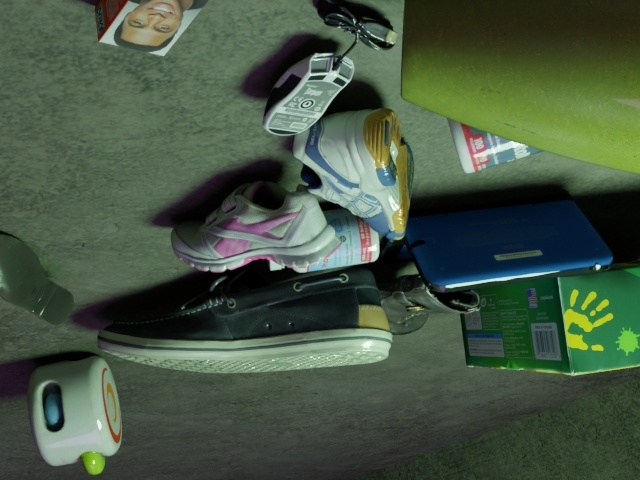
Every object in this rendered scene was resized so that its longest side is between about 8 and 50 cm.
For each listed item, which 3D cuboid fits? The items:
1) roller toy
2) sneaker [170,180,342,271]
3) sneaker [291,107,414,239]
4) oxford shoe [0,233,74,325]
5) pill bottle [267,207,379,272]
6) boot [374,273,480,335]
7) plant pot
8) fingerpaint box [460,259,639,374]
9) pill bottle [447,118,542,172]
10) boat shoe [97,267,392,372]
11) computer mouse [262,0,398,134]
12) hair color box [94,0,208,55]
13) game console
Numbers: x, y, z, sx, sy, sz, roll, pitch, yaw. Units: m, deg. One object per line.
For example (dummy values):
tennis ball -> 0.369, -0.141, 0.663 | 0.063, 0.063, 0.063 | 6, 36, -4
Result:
roller toy -> -0.459, 0.314, 1.773 | 0.146, 0.209, 0.191 | -10, 118, -3
sneaker -> -0.096, -0.028, 1.297 | 0.252, 0.111, 0.103 | -4, -158, 25
sneaker -> 0.046, -0.089, 1.237 | 0.131, 0.111, 0.296 | 2, 158, 14
oxford shoe -> -0.433, 0.053, 1.355 | 0.076, 0.076, 0.212 | 22, 156, 25
pill bottle -> 0.000, 0.000, 1.400 | 0.160, 0.087, 0.087 | -9, 156, -7
boot -> 0.174, 0.111, 1.640 | 0.229, 0.091, 0.263 | -5, 164, 41
plant pot -> 0.225, -0.194, 0.898 | 0.294, 0.274, 0.274 | 3, 157, 5
fingerpaint box -> 0.492, 0.124, 1.660 | 0.371, 0.163, 0.445 | -6, 176, -12
pill bottle -> 0.243, -0.155, 1.140 | 0.180, 0.108, 0.108 | -17, 156, 11
boat shoe -> -0.129, 0.131, 1.568 | 0.500, 0.155, 0.187 | -6, 164, 18
computer mouse -> -0.005, -0.185, 1.045 | 0.106, 0.042, 0.193 | 3, 147, -40
hair color box -> -0.144, -0.230, 0.872 | 0.072, 0.043, 0.141 | 6, 152, -36
game console -> 0.264, 0.032, 1.504 | 0.293, 0.250, 0.173 | -7, 129, -11
